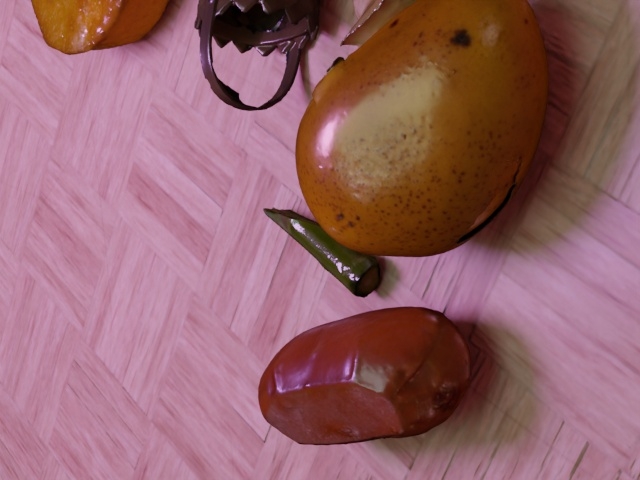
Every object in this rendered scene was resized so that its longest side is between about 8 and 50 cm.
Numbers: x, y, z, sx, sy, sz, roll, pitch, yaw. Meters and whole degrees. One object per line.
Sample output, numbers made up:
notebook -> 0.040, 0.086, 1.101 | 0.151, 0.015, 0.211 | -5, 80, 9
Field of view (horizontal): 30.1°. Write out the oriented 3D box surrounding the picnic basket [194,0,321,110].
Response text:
picnic basket -> -0.070, -0.228, 1.282 | 0.138, 0.128, 0.178 | -5, 70, 51

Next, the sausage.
sausage -> 0.041, 0.134, 1.175 | 0.258, 0.133, 0.133 | -20, 76, 47

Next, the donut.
donut -> -0.285, -0.388, 1.533 | 0.303, 0.110, 0.302 | 6, 98, 48

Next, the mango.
mango -> 0.101, -0.102, 1.074 | 0.191, 0.160, 0.290 | 43, 120, 16

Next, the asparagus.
asparagus -> 0.000, 0.000, 1.280 | 0.178, 0.041, 0.045 | 40, 164, 40

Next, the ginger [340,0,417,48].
ginger -> 0.105, -0.260, 1.116 | 0.193, 0.115, 0.122 | -36, 48, 30
